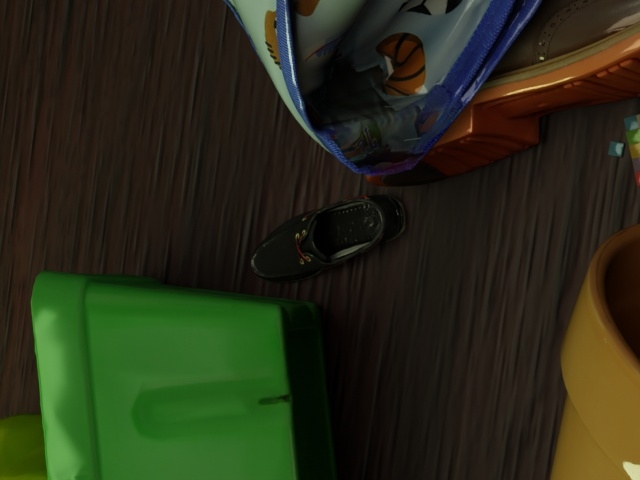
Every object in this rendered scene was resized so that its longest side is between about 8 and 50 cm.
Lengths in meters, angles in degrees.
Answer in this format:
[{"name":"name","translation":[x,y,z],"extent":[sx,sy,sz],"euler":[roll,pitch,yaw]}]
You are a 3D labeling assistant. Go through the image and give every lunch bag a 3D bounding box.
[{"name":"lunch bag","translation":[0.000,-0.279,1.063],"extent":[0.328,0.239,0.385],"euler":[-125,31,-45]}]

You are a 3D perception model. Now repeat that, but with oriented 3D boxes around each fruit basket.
[{"name":"fruit basket","translation":[-0.171,0.206,1.223],"extent":[0.392,0.283,0.392],"euler":[0,88,10]}]

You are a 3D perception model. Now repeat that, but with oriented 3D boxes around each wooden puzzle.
[{"name":"wooden puzzle","translation":[0.237,-0.066,1.135],"extent":[0.083,0.006,0.049],"euler":[-14,84,27]}]

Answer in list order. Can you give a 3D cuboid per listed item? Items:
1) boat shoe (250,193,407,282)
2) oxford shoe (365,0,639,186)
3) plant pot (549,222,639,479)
[{"name":"boat shoe","translation":[-0.001,-0.002,1.241],"extent":[0.133,0.042,0.049],"euler":[-20,83,28]},{"name":"oxford shoe","translation":[0.170,-0.155,1.105],"extent":[0.363,0.130,0.133],"euler":[-21,75,26]},{"name":"plant pot","translation":[0.259,0.150,0.989],"extent":[0.291,0.291,0.203],"euler":[34,121,23]}]
